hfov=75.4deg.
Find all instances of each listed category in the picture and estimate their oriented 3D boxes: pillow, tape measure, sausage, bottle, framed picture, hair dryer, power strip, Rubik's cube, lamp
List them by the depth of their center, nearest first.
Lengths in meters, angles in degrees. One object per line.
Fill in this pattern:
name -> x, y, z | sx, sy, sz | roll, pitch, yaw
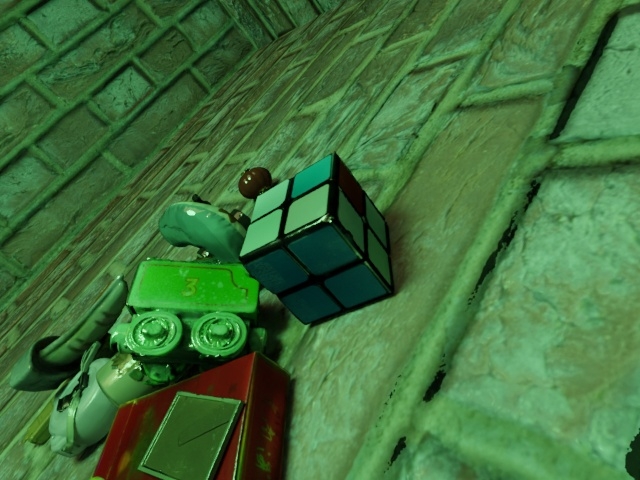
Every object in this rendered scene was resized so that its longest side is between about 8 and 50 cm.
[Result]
framed picture -> -0.170, 0.254, 0.535 | 0.149, 0.011, 0.109 | -11, 45, 39
Rubik's cube -> 0.001, 0.000, 0.667 | 0.167, 0.183, 0.180 | -24, 33, 24
bottle -> -0.285, 0.200, 0.792 | 0.253, 0.120, 0.120 | -44, 31, -16
pillow -> -0.223, 0.018, 0.837 | 0.214, 0.233, 0.086 | -5, 43, 33
tape measure -> -0.485, 0.329, 0.868 | 0.178, 0.105, 0.196 | -47, 31, -10
hair dryer -> -0.254, -0.018, 0.932 | 0.078, 0.248, 0.195 | 31, 72, 21
power strip -> -0.602, 0.358, 1.021 | 0.064, 0.044, 0.305 | 4, 55, 50
lamp -> -0.181, -0.159, 1.147 | 0.101, 0.090, 0.101 | -41, -2, -2
sausage -> -0.684, 0.179, 1.327 | 0.039, 0.041, 0.131 | -37, 23, 53

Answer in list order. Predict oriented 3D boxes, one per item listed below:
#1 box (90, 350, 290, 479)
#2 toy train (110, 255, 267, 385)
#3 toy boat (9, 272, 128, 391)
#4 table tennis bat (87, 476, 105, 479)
box -> -0.195, 0.306, 0.593 | 0.313, 0.089, 0.197 | -26, 38, 24
toy train -> -0.209, 0.133, 0.694 | 0.243, 0.132, 0.188 | 4, 51, -4
toy boat -> -0.564, 0.226, 0.981 | 0.293, 0.111, 0.276 | -45, 6, -27
table tennis bat -> -0.352, 0.471, 0.509 | 0.224, 0.054, 0.368 | 26, 90, 47
